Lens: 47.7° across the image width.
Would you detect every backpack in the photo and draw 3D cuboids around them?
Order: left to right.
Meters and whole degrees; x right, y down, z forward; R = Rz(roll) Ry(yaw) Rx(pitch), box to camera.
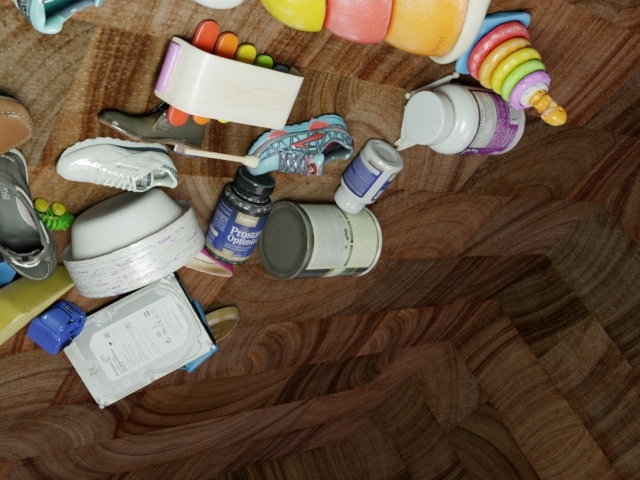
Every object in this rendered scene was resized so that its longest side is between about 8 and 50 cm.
[{"bbox_3d":[-0.623,0.201,1.744,0.101,0.098,0.120,-48,178,30],"label":"backpack"}]

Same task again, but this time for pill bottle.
[{"bbox_3d":[-0.188,-0.061,1.711,0.123,0.123,0.219,-1,128,-42],"label":"pill bottle"},{"bbox_3d":[0.118,-0.160,1.869,0.112,0.112,0.186,0,140,-43],"label":"pill bottle"},{"bbox_3d":[0.349,-0.294,1.770,0.301,0.169,0.169,-5,143,-40],"label":"pill bottle"}]

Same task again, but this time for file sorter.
[{"bbox_3d":[-0.385,0.259,2.015,0.118,0.170,0.104,-41,146,19],"label":"file sorter"}]

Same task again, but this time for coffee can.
[{"bbox_3d":[0.000,0.000,1.921,0.275,0.201,0.201,0,140,-44],"label":"coffee can"}]

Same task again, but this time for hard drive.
[{"bbox_3d":[-0.472,0.253,1.866,0.339,0.237,0.064,-27,-168,-2],"label":"hard drive"}]

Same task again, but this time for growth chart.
[{"bbox_3d":[0.269,-0.322,1.846,0.172,0.021,0.237,-21,151,-18],"label":"growth chart"}]

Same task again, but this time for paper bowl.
[{"bbox_3d":[-0.395,-0.010,1.497,0.284,0.284,0.148,-24,111,-11],"label":"paper bowl"}]

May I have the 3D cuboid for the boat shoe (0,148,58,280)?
[{"bbox_3d":[-0.582,-0.023,1.376,0.112,0.095,0.335,-5,134,-7],"label":"boat shoe"}]

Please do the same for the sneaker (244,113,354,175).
[{"bbox_3d":[-0.042,-0.199,1.639,0.262,0.125,0.104,-23,151,-14],"label":"sneaker"}]

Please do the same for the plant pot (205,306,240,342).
[{"bbox_3d":[-0.341,0.281,2.194,0.236,0.032,0.236,-29,162,-11],"label":"plant pot"}]

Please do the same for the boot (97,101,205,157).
[{"bbox_3d":[-0.316,-0.240,1.398,0.219,0.082,0.106,14,105,-42],"label":"boot"}]

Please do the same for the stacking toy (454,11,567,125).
[{"bbox_3d":[0.463,-0.368,1.657,0.175,0.302,0.166,-16,149,-26],"label":"stacking toy"}]

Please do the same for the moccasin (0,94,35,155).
[{"bbox_3d":[-0.647,-0.123,1.164,0.380,0.147,0.139,-22,151,-15],"label":"moccasin"}]

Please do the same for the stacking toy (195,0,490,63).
[{"bbox_3d":[0.010,-0.452,1.167,0.480,0.350,0.350,-6,147,-9],"label":"stacking toy"}]

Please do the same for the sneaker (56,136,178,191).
[{"bbox_3d":[-0.397,-0.141,1.430,0.235,0.095,0.090,-8,146,-33],"label":"sneaker"}]

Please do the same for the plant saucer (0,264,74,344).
[{"bbox_3d":[-0.698,0.175,1.547,0.333,0.081,0.333,-38,-173,12],"label":"plant saucer"}]

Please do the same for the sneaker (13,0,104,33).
[{"bbox_3d":[-0.320,-0.403,1.046,0.283,0.122,0.110,-37,152,13],"label":"sneaker"}]

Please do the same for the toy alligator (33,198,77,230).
[{"bbox_3d":[-0.545,-0.042,1.494,0.056,0.051,0.190,-42,150,22],"label":"toy alligator"}]

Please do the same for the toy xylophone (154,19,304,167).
[{"bbox_3d":[-0.171,-0.269,1.396,0.323,0.081,0.236,12,112,-50],"label":"toy xylophone"}]

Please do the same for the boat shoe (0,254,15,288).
[{"bbox_3d":[-0.754,0.099,1.476,0.258,0.089,0.109,-24,137,-21],"label":"boat shoe"}]

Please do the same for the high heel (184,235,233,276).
[{"bbox_3d":[-0.330,0.049,1.776,0.244,0.117,0.082,1,139,-44],"label":"high heel"}]
